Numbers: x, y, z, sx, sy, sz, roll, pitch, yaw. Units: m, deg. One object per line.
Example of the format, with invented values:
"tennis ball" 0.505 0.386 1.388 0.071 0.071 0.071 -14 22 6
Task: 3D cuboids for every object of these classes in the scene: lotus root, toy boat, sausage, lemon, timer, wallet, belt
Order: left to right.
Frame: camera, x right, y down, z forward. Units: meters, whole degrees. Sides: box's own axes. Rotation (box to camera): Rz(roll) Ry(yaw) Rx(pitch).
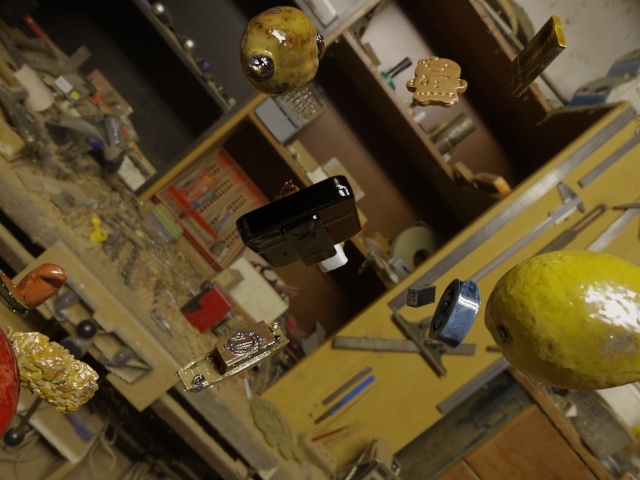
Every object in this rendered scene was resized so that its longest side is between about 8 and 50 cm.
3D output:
"sausage" -0.753 0.120 1.368 0.089 0.179 0.089 52 13 -17
"toy boat" -0.142 0.189 0.847 0.057 0.200 0.077 54 -34 21
"lotus root" -0.085 -0.386 1.044 0.314 0.141 0.169 -54 146 -57
"timer" -0.017 -0.012 0.663 0.187 0.144 0.055 58 8 -73
"wallet" 0.000 0.000 0.992 0.122 0.061 0.025 61 31 -6
"belt" 0.376 0.200 1.415 0.082 0.190 0.141 25 -8 -4
"lemon" 0.308 0.094 0.612 0.170 0.207 0.170 -4 90 -89

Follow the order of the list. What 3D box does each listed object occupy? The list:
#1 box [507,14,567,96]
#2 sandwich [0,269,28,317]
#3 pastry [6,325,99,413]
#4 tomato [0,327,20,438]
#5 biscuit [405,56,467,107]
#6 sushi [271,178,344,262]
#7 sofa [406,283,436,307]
"box" 0.461 -0.393 1.097 0.156 0.022 0.089 128 -29 -61
"sandwich" -0.544 0.093 0.890 0.101 0.026 0.069 52 -16 -9
"pastry" -0.655 0.308 1.201 0.250 0.154 0.102 44 26 -24
"tomato" -0.638 0.229 0.772 0.293 0.325 0.290 64 33 -17
"biscuit" 0.268 -0.364 1.161 0.133 0.184 0.027 14 -36 21
"sushi" -0.023 -0.048 1.378 0.296 0.179 0.167 51 15 -18
"sofa" 0.315 0.171 1.588 0.039 0.060 0.118 13 12 39
